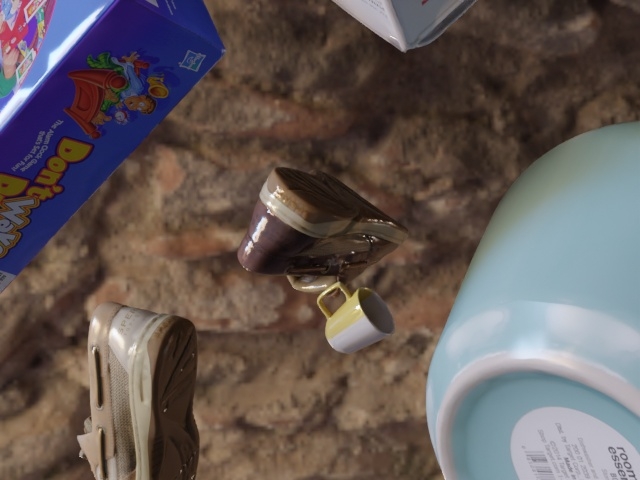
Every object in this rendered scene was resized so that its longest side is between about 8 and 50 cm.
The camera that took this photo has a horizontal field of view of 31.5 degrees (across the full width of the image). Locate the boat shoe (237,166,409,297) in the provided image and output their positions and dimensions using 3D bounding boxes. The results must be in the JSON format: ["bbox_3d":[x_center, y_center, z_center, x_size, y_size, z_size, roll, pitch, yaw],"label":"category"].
[{"bbox_3d":[0.000,0.000,1.293,0.123,0.123,0.342,36,10,15],"label":"boat shoe"}]

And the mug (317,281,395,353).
[{"bbox_3d":[0.036,0.088,1.271,0.064,0.078,0.062,-37,-22,26],"label":"mug"}]

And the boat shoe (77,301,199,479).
[{"bbox_3d":[-0.209,0.221,1.285,0.110,0.341,0.121,16,27,18],"label":"boat shoe"}]

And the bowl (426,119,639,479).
[{"bbox_3d":[0.183,0.104,0.656,0.163,0.311,0.311,-36,5,-39],"label":"bowl"}]

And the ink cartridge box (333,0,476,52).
[{"bbox_3d":[0.047,-0.224,0.558,0.158,0.092,0.218,-43,-35,-8],"label":"ink cartridge box"}]

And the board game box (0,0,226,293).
[{"bbox_3d":[-0.212,-0.167,0.743,0.233,0.347,0.078,-42,-40,22],"label":"board game box"}]
